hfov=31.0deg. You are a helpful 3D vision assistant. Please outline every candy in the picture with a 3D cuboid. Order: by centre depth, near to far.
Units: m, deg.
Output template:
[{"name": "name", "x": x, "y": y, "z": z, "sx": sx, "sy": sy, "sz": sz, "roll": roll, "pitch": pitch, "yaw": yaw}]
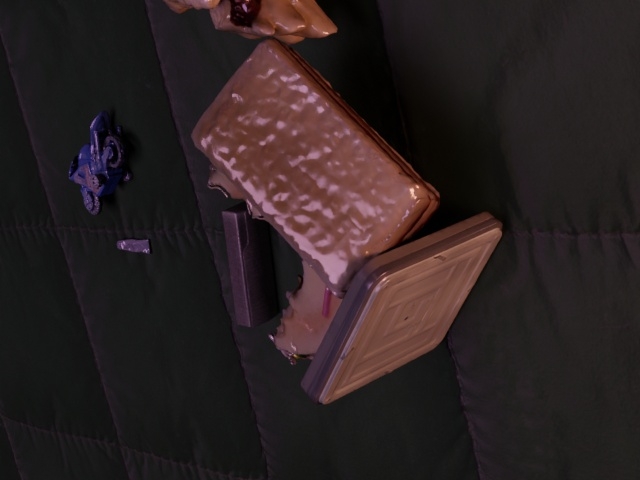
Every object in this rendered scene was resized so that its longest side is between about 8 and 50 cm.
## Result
[{"name": "candy", "x": -0.007, "y": -0.096, "z": 1.519, "sx": 0.179, "sy": 0.135, "sz": 0.321, "roll": -46, "pitch": 79, "yaw": 13}]

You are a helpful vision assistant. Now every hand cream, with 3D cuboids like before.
[{"name": "hand cream", "x": -0.353, "y": 0.008, "z": 2.195, "sx": 0.093, "sy": 0.019, "sz": 0.030, "roll": 4, "pitch": 110, "yaw": 37}]

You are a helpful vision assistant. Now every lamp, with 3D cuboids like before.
[{"name": "lamp", "x": 0.112, "y": 0.092, "z": 1.571, "sx": 0.047, "sy": 0.269, "sz": 0.266, "roll": 46, "pitch": 135, "yaw": 25}]

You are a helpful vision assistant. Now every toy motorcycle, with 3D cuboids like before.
[{"name": "toy motorcycle", "x": -0.411, "y": -0.140, "z": 2.141, "sx": 0.114, "sy": 0.076, "sz": 0.205, "roll": 56, "pitch": 137, "yaw": 20}]

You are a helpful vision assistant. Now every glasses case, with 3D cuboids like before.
[{"name": "glasses case", "x": -0.114, "y": 0.038, "z": 1.924, "sx": 0.047, "sy": 0.071, "sz": 0.205, "roll": 12, "pitch": 117, "yaw": 37}]

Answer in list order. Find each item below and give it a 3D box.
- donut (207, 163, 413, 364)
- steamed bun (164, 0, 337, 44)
[{"name": "donut", "x": 0.002, "y": -0.009, "z": 1.715, "sx": 0.307, "sy": 0.150, "sz": 0.371, "roll": -14, "pitch": 101, "yaw": 45}, {"name": "steamed bun", "x": -0.113, "y": -0.354, "z": 1.588, "sx": 0.428, "sy": 0.247, "sz": 0.189, "roll": -141, "pitch": 42, "yaw": -71}]
